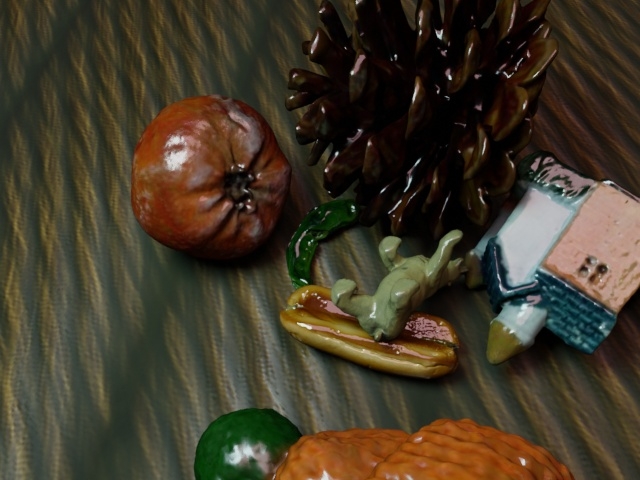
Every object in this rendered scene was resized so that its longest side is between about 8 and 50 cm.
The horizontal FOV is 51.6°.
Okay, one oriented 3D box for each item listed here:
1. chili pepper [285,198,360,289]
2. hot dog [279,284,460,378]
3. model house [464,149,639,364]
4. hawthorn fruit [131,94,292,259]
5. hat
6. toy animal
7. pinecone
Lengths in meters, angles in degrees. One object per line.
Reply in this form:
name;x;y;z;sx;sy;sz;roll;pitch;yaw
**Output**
chili pepper;-0.006;-0.001;1.004;0.073;0.050;0.182;27;62;11
hot dog;0.066;0.130;0.899;0.249;0.068;0.100;15;43;9
model house;0.309;0.054;0.906;0.253;0.184;0.291;39;77;18
hawthorn fruit;-0.180;-0.097;0.982;0.242;0.242;0.271;-38;30;-23
hat;0.053;0.310;0.716;0.400;0.285;0.285;6;49;44
toy animal;0.118;0.058;0.870;0.103;0.101;0.218;10;37;38
pinecone;0.131;-0.195;0.928;0.397;0.398;0.398;-1;55;1
